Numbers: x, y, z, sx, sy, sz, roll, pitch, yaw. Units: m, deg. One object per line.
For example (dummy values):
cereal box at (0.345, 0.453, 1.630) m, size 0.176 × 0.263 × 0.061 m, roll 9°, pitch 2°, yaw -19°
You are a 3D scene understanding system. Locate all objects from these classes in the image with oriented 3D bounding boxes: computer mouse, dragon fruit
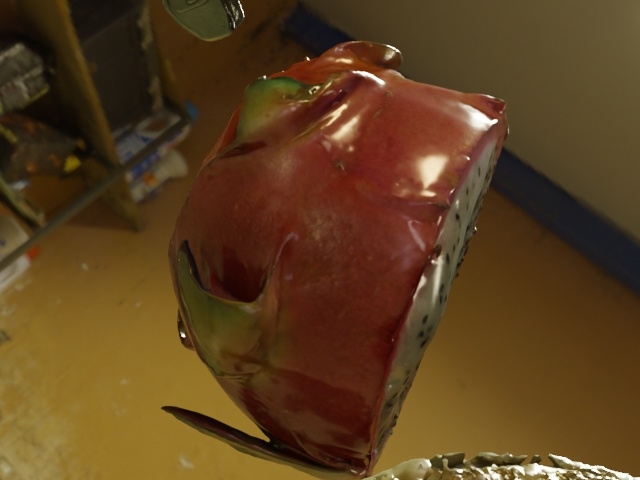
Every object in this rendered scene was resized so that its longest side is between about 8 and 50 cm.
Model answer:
computer mouse at (-0.147, -0.286, 1.157) m, size 0.113 × 0.068 × 0.229 m, roll 63°, pitch -8°, yaw -17°
dragon fruit at (0.000, 0.000, 0.668) m, size 0.189 × 0.290 × 0.290 m, roll 22°, pitch -27°, yaw 8°

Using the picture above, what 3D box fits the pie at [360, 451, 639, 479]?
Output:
pie at (0.090, 0.196, 0.354) m, size 0.274 × 0.274 × 0.055 m, roll 39°, pitch -35°, yaw 22°
